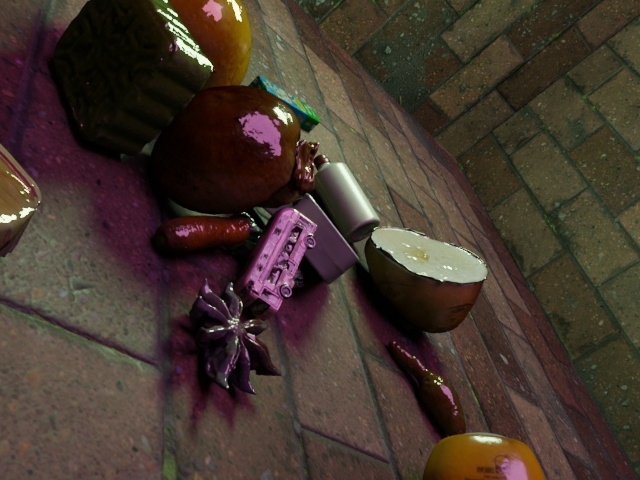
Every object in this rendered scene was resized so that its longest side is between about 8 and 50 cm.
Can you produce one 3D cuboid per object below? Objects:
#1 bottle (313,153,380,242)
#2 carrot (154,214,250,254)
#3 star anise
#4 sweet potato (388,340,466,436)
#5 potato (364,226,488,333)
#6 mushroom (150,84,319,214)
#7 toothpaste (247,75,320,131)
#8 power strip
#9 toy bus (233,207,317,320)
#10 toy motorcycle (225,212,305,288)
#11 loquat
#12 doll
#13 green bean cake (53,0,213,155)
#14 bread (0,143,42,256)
[{"bbox_3d":[0.052,-0.118,1.691,0.104,0.104,0.245,12,43,-58],"label":"bottle"},{"bbox_3d":[-0.184,-0.014,1.067,0.186,0.060,0.060,-11,64,-51],"label":"carrot"},{"bbox_3d":[-0.128,0.143,0.961,0.180,0.061,0.205,30,30,-45],"label":"star anise"},{"bbox_3d":[0.241,0.317,1.416,0.269,0.075,0.074,55,21,18],"label":"sweet potato"},{"bbox_3d":[0.232,0.109,1.605,0.299,0.196,0.246,19,24,-4],"label":"potato"},{"bbox_3d":[-0.136,-0.157,1.148,0.283,0.195,0.263,14,38,-20],"label":"mushroom"},{"bbox_3d":[-0.101,-0.385,1.889,0.266,0.050,0.065,18,36,-56],"label":"toothpaste"},{"bbox_3d":[-0.020,-0.053,1.330,0.261,0.141,0.229,51,0,0],"label":"power strip"},{"bbox_3d":[-0.075,0.035,1.130,0.090,0.063,0.203,36,53,-16],"label":"toy bus"},{"bbox_3d":[-0.100,0.032,1.201,0.190,0.074,0.106,45,31,-17],"label":"toy motorcycle"},{"bbox_3d":[-0.258,-0.378,1.270,0.275,0.275,0.275,42,23,-22],"label":"loquat"},{"bbox_3d":[0.277,0.453,1.148,0.213,0.213,0.236,-106,-168,-45],"label":"doll"},{"bbox_3d":[-0.313,-0.288,1.070,0.125,0.222,0.248,21,32,-56],"label":"green bean cake"},{"bbox_3d":[-0.403,-0.058,0.669,0.210,0.109,0.192,48,15,-8],"label":"bread"}]
